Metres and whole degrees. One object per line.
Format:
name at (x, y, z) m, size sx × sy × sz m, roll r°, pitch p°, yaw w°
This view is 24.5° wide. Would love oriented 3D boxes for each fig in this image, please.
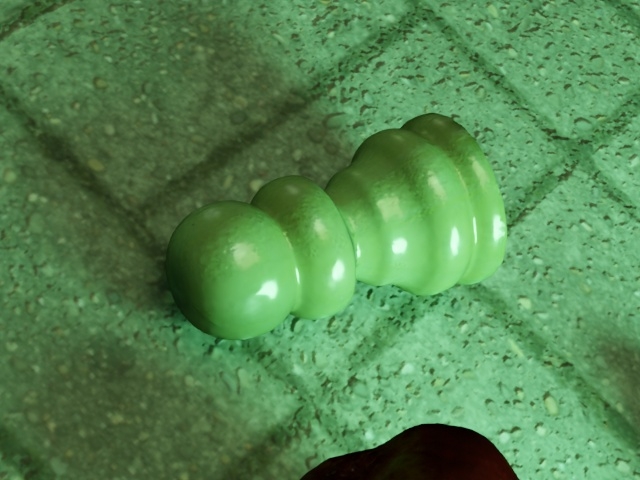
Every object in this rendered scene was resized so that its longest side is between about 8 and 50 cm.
fig at (0.106, 0.246, 1.007) m, size 0.290 × 0.191 × 0.190 m, roll 35°, pitch 50°, yaw -21°

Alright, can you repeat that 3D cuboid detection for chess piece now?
chess piece at (0.000, 0.000, 1.135) m, size 0.251 × 0.144 × 0.144 m, roll -18°, pitch 68°, yaw -25°
